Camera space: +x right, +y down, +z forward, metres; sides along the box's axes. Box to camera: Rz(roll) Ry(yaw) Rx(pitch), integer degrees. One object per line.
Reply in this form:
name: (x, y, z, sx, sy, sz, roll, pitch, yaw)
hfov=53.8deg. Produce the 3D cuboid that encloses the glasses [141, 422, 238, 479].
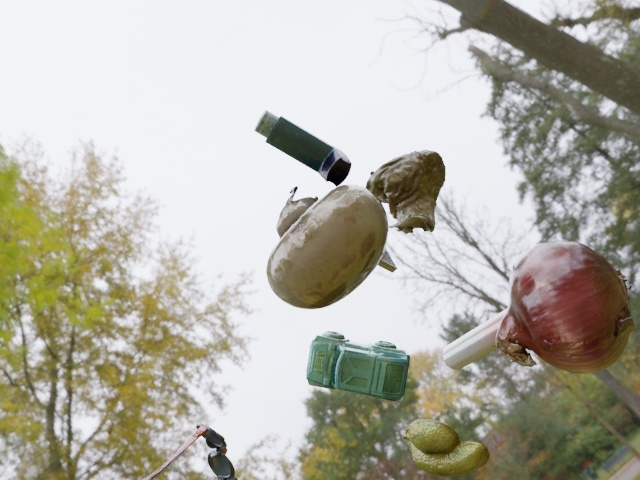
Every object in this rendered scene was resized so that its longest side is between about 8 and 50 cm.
glasses: (-0.356, 0.656, 1.715, 0.268, 0.118, 0.234, -41, -44, -39)

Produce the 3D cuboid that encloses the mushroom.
mushroom: (0.000, 0.000, 1.616, 0.362, 0.295, 0.362, -44, -14, -14)

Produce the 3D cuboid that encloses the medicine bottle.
medicine bottle: (-0.044, -0.238, 1.599, 0.079, 0.258, 0.124, -57, 11, 18)

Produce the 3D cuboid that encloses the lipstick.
lipstick: (0.503, 0.305, 1.942, 0.087, 0.087, 0.327, -19, -19, -36)

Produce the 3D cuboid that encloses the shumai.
shumai: (0.339, -0.147, 2.139, 0.314, 0.262, 0.267, -20, -19, -29)

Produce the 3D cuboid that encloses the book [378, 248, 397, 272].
book: (0.140, 0.010, 2.053, 0.231, 0.161, 0.026, 27, -65, -33)

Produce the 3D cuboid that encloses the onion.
onion: (0.616, 0.157, 1.557, 0.354, 0.353, 0.353, -31, -30, -20)

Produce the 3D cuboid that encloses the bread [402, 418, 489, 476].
bread: (0.270, 0.460, 1.380, 0.065, 0.188, 0.149, -55, -41, -48)

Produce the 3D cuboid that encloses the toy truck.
toy truck: (0.102, 0.347, 1.736, 0.156, 0.279, 0.154, 4, -84, -84)
